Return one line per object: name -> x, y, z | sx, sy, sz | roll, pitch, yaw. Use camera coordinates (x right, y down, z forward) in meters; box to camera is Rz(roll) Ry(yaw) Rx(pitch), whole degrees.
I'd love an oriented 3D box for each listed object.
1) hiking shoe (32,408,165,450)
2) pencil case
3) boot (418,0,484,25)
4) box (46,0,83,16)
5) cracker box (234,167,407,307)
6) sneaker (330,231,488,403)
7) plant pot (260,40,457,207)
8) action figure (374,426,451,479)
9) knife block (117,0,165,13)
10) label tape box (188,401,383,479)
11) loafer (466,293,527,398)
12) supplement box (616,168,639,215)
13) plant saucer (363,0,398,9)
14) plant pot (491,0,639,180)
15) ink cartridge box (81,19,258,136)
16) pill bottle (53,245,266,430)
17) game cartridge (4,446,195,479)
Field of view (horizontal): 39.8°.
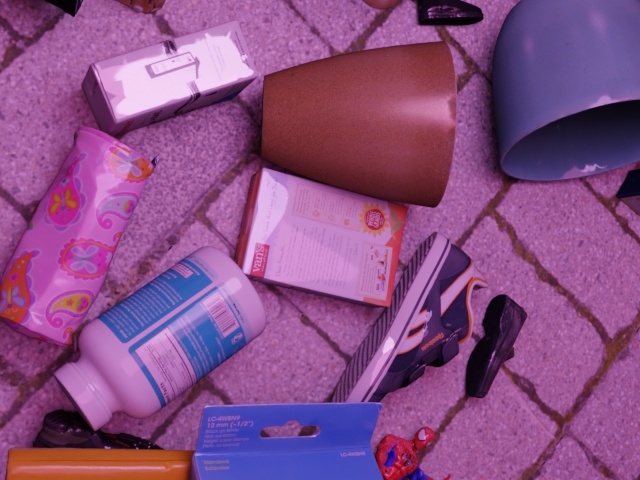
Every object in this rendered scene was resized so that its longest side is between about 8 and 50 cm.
hiking shoe -> -0.281, 0.314, 1.172 | 0.227, 0.086, 0.114 | 30, 94, -13
pencil case -> -0.321, -0.006, 1.154 | 0.124, 0.124, 0.284 | 26, 77, -16
boot -> 0.201, -0.396, 1.413 | 0.121, 0.045, 0.099 | -4, 84, -19
box -> -0.329, -0.415, 1.099 | 0.153, 0.108, 0.207 | 26, 78, -15
cracker box -> 0.000, 0.000, 1.294 | 0.232, 0.067, 0.155 | 15, 80, -19
sneaker -> 0.141, 0.147, 1.300 | 0.127, 0.126, 0.321 | 36, 73, -7
plant pot -> 0.043, -0.169, 1.261 | 0.254, 0.237, 0.237 | 2, 85, -4
action figure -> 0.081, 0.372, 1.259 | 0.280, 0.139, 0.091 | -43, 101, -20
knife block -> -0.306, -0.478, 1.216 | 0.276, 0.088, 0.242 | 22, 79, -16
label tape box -> -0.044, 0.383, 1.113 | 0.249, 0.115, 0.347 | 4, 108, -25
loafer -> 0.279, 0.171, 1.382 | 0.061, 0.062, 0.170 | 28, 78, -20
supplement box -> 0.564, -0.077, 1.489 | 0.083, 0.083, 0.056 | 36, 76, -14
plant saucer -> 0.095, -0.406, 1.390 | 0.083, 0.015, 0.083 | 2, 84, -19
plant pot -> 0.395, -0.253, 1.351 | 0.293, 0.293, 0.235 | -2, 71, -20
ink cartridge box -> -0.207, -0.214, 1.197 | 0.203, 0.148, 0.086 | -23, 95, -19
pill bottle -> -0.211, 0.132, 1.160 | 0.264, 0.146, 0.146 | -35, 97, -22
game cartridge -> -0.245, 0.401, 1.131 | 0.324, 0.052, 0.285 | 6, 105, -19
